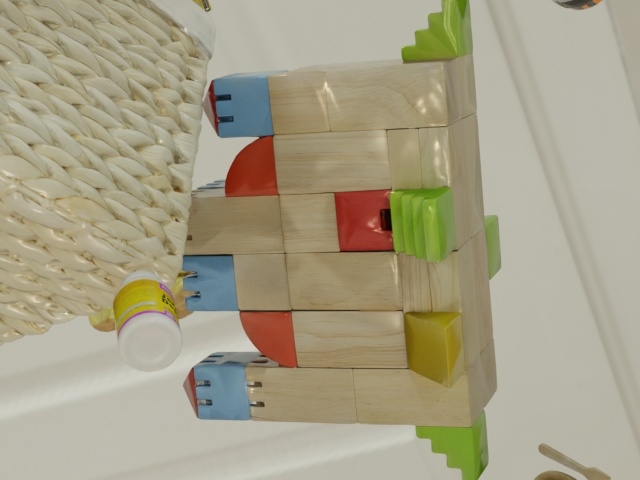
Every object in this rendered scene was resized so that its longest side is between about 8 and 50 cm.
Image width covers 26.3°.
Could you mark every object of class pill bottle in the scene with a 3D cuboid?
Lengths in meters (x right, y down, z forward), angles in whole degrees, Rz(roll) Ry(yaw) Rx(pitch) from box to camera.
[{"bbox_3d":[-0.120,0.052,0.944,0.043,0.043,0.083,-26,29,0],"label":"pill bottle"}]

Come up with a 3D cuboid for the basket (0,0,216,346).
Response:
[{"bbox_3d":[-0.304,-0.094,1.063,0.328,0.331,0.267,-20,54,33],"label":"basket"}]

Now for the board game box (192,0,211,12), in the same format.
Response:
[{"bbox_3d":[-0.259,-0.340,1.699,0.194,0.194,0.060,-24,36,-7],"label":"board game box"}]

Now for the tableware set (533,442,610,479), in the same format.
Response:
[{"bbox_3d":[0.258,0.275,1.227,0.039,0.128,0.194,-28,37,-36],"label":"tableware set"}]

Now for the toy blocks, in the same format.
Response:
[{"bbox_3d":[0.000,0.000,1.136,0.260,0.382,0.190,-1,12,21],"label":"toy blocks"}]

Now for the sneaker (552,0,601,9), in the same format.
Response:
[{"bbox_3d":[0.301,-0.306,1.369,0.124,0.180,0.321,-33,31,35],"label":"sneaker"}]

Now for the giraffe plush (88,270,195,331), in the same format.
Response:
[{"bbox_3d":[-0.261,0.049,1.945,0.210,0.170,0.181,34,87,5],"label":"giraffe plush"}]
